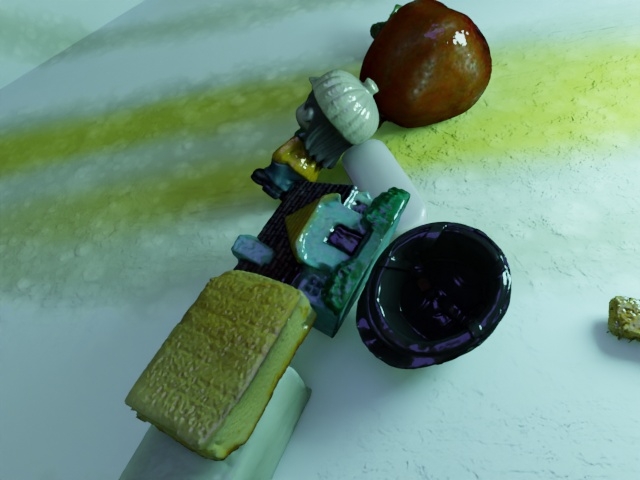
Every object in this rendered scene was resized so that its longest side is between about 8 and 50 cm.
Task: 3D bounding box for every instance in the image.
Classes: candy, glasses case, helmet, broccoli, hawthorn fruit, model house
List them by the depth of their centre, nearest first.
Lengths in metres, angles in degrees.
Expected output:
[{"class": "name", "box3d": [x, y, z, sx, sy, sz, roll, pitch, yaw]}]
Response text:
[{"class": "candy", "box3d": [-0.181, 0.343, 0.843, 0.208, 0.145, 0.358, 13, 58, 25]}, {"class": "helmet", "box3d": [0.204, 0.111, 0.894, 0.279, 0.160, 0.230, -49, 58, -3]}, {"class": "model house", "box3d": [-0.012, -0.007, 0.950, 0.249, 0.230, 0.280, 29, 67, 9]}, {"class": "glasses case", "box3d": [0.139, -0.122, 1.141, 0.113, 0.075, 0.296, -25, 50, 2]}, {"class": "hawthorn fruit", "box3d": [0.242, -0.415, 1.200, 0.312, 0.295, 0.295, -19, 51, -1]}, {"class": "broccoli", "box3d": [0.223, -0.591, 1.442, 0.162, 0.137, 0.146, -2, 31, -37]}]

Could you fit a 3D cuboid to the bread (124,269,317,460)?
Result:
[{"class": "bread", "box3d": [-0.149, 0.186, 0.796, 0.185, 0.114, 0.274, 16, 58, 29]}]

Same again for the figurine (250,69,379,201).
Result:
[{"class": "figurine", "box3d": [0.001, -0.227, 1.158, 0.205, 0.185, 0.332, 30, 96, 31]}]

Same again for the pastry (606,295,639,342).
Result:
[{"class": "pastry", "box3d": [0.553, 0.138, 0.834, 0.140, 0.056, 0.079, 8, 68, 20]}]
